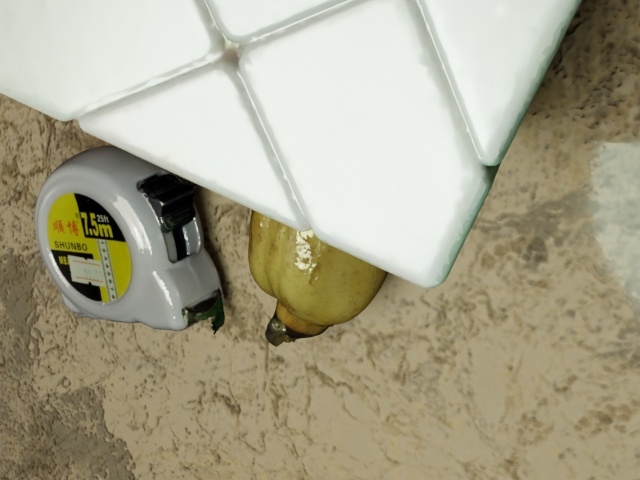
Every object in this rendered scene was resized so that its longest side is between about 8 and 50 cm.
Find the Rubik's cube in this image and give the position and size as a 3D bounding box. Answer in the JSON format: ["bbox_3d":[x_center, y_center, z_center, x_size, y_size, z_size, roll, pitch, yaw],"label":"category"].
[{"bbox_3d":[0.017,-0.215,0.657,0.319,0.316,0.321,25,118,5],"label":"Rubik's cube"}]

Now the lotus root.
[{"bbox_3d":[0.000,0.000,0.900,0.125,0.118,0.220,-132,45,-55],"label":"lotus root"}]

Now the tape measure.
[{"bbox_3d":[-0.187,-0.006,1.042,0.196,0.105,0.178,9,115,35],"label":"tape measure"}]
